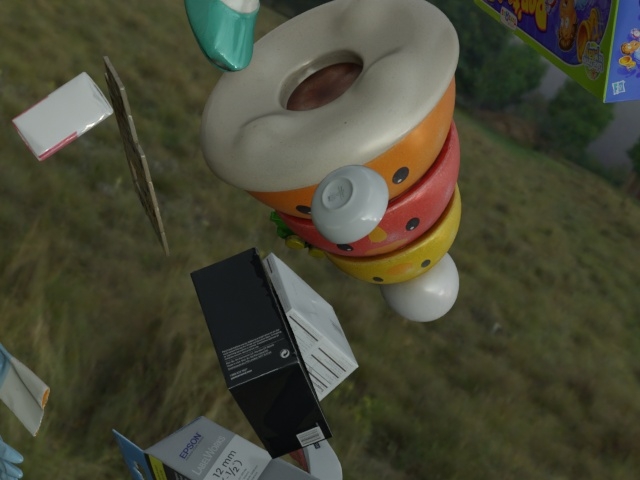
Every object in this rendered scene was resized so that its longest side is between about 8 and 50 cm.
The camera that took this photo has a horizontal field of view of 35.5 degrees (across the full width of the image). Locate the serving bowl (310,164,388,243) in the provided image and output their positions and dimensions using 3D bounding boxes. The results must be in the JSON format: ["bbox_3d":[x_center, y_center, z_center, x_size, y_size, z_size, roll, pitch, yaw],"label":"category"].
[{"bbox_3d":[0.023,-0.040,0.971,0.083,0.083,0.027,37,-1,42],"label":"serving bowl"}]

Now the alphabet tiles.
[{"bbox_3d":[-0.255,-0.123,1.365,0.009,0.237,0.198,-18,35,-13],"label":"alphabet tiles"}]

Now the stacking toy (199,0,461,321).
[{"bbox_3d":[0.088,-0.060,1.366,0.350,0.350,0.480,42,-12,51],"label":"stacking toy"}]

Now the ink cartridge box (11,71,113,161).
[{"bbox_3d":[-0.464,-0.228,1.816,0.092,0.158,0.218,56,-6,-12],"label":"ink cartridge box"}]

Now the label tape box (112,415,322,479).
[{"bbox_3d":[-0.163,0.416,1.679,0.347,0.115,0.249,26,-33,21],"label":"label tape box"}]

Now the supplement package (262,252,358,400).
[{"bbox_3d":[-0.064,0.185,2.063,0.204,0.145,0.262,44,9,-25],"label":"supplement package"}]

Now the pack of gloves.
[{"bbox_3d":[-0.501,0.242,1.466,0.232,0.195,0.046,32,20,34],"label":"pack of gloves"}]

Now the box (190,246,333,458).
[{"bbox_3d":[-0.076,0.160,1.365,0.261,0.103,0.184,72,-2,-56],"label":"box"}]

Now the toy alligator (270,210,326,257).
[{"bbox_3d":[0.000,0.000,1.474,0.189,0.056,0.051,21,-24,-26],"label":"toy alligator"}]

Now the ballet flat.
[{"bbox_3d":[-0.103,-0.297,1.064,0.083,0.087,0.247,12,53,-38],"label":"ballet flat"}]

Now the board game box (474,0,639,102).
[{"bbox_3d":[0.265,-0.316,1.042,0.078,0.233,0.347,-6,30,-11],"label":"board game box"}]

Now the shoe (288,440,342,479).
[{"bbox_3d":[-0.014,0.421,1.933,0.063,0.081,0.178,-13,61,-24],"label":"shoe"}]
